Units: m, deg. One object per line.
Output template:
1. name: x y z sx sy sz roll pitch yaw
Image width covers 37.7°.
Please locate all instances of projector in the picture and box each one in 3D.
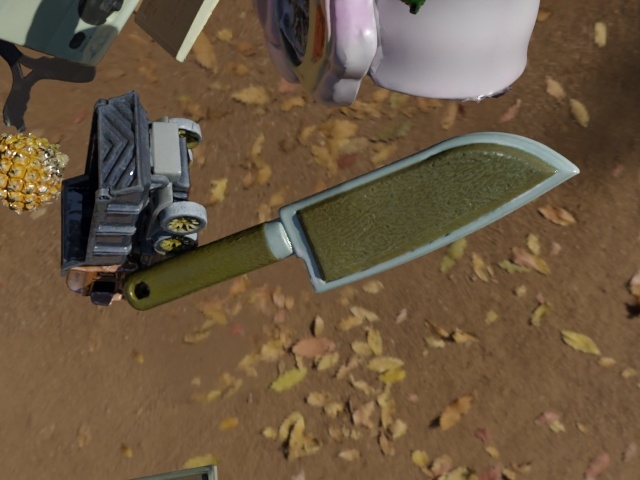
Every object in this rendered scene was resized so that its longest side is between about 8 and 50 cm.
1. projector: -0.330 -0.388 1.104 0.248 0.249 0.249 48 110 27

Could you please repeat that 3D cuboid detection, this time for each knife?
1. knife: 0.000 0.001 0.598 0.343 0.027 0.061 -21 90 33

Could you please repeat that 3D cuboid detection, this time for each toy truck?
1. toy truck: -0.140 -0.022 0.683 0.092 0.192 0.083 1 63 -18

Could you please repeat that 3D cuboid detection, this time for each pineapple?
1. pineapple: -0.546 -0.145 1.817 0.137 0.176 0.161 -17 92 15

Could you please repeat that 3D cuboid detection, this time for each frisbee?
1. frisbee: -0.443 -0.243 1.389 0.211 0.012 0.187 29 124 -1

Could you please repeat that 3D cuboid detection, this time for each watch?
1. watch: 0.068 -0.215 0.815 0.218 0.248 0.210 -7 130 -17

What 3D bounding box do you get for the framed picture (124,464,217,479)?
1. framed picture: -0.247 0.504 1.434 0.213 0.016 0.289 -14 66 16

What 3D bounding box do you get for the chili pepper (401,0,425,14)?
1. chili pepper: -0.071 -0.157 0.424 0.279 0.065 0.122 -10 84 -21

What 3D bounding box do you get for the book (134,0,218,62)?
1. book: -0.252 -0.454 1.705 0.025 0.282 0.214 22 105 -36
